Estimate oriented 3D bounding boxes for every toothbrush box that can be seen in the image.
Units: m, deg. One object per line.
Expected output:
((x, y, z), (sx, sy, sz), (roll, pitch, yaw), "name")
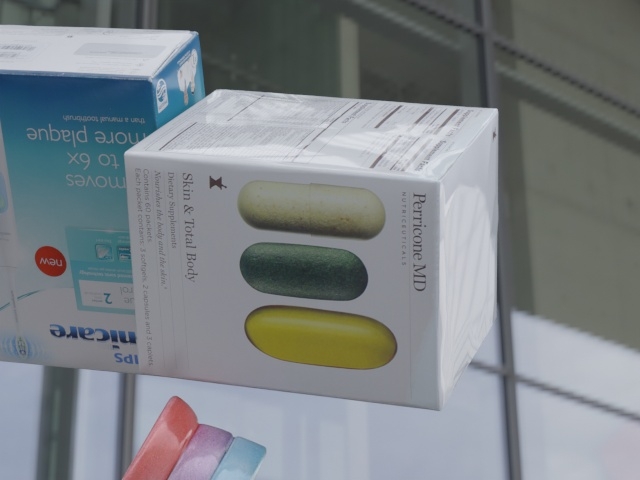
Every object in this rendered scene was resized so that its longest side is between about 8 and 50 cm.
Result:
((-0.215, -0.036, 1.480), (0.216, 0.126, 0.296), (5, -61, 16), "toothbrush box")

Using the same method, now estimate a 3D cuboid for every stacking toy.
((-0.147, 0.299, 1.299), (0.130, 0.309, 0.279), (30, -32, -1), "stacking toy")

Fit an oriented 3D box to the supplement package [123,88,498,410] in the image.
((0.000, 0.000, 1.363), (0.262, 0.198, 0.199), (5, -68, 18), "supplement package")
